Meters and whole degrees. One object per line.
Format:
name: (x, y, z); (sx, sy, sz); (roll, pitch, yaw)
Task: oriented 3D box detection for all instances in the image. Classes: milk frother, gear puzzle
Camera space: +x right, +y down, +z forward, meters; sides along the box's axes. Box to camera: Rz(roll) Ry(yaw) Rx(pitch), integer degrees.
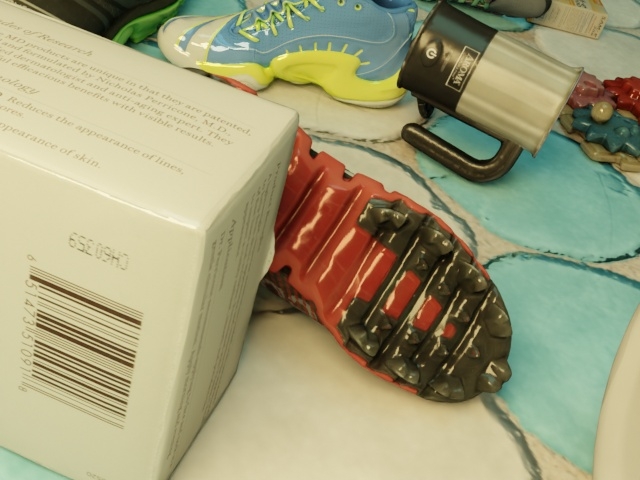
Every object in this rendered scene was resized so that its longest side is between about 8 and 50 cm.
milk frother: (0.145, -0.134, 0.793); (0.135, 0.129, 0.143); (30, 35, 8)
gear puzzle: (0.405, -0.130, 0.961); (0.339, 0.044, 0.175); (3, 37, -19)

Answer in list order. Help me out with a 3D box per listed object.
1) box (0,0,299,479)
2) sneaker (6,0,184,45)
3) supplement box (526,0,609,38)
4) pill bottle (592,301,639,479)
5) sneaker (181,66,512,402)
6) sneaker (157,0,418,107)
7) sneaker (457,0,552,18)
box: (-0.126, 0.004, 0.444); (0.182, 0.180, 0.119); (22, 35, 8)
sneaker: (-0.207, -0.282, 0.781); (0.185, 0.202, 0.482); (14, 35, -5)
supplement box: (0.315, -0.300, 1.162); (0.099, 0.036, 0.062); (12, 36, -7)
pill bottle: (0.343, 0.132, 0.440); (0.363, 0.210, 0.210); (16, 35, -2)
sneaker: (0.000, -0.001, 0.564); (0.276, 0.097, 0.135); (36, -4, -6)
sneaker: (-0.022, -0.201, 0.812); (0.240, 0.126, 0.091); (6, 36, -16)
sneaker: (0.168, -0.310, 1.103); (0.224, 0.083, 0.098); (29, 58, 24)
